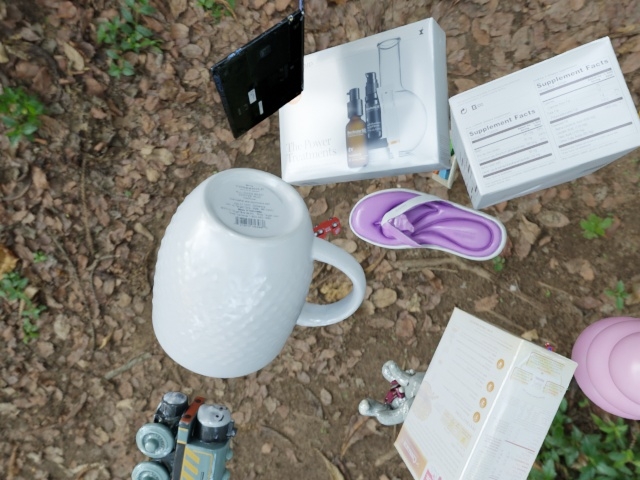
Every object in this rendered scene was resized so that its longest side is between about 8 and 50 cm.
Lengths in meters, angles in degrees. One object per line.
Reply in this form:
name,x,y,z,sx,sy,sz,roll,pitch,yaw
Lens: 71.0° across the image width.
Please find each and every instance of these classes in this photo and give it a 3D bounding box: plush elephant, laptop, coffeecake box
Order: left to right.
laptop,-0.097,-0.346,0.788,0.264,0.234,0.136,-38,81,-9
plush elephant,0.331,0.562,1.676,0.330,0.272,0.255,28,137,29
coffeecake box,0.165,0.182,0.482,0.068,0.142,0.185,24,90,-9

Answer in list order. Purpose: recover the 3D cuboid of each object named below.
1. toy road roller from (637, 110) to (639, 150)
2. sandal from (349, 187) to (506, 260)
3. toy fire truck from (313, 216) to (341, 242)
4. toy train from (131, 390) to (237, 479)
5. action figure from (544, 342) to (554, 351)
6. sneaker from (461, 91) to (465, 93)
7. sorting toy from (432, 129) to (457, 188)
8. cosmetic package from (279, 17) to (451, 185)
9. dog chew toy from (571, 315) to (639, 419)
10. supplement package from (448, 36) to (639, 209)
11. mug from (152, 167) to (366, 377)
toy road roller,0.926,-0.293,1.072,0.241,0.329,0.202,-27,96,-12
sandal,0.266,-0.050,1.177,0.417,0.102,0.169,9,94,23
toy fire truck,0.000,0.000,1.788,0.192,0.047,0.135,-26,130,-11
toy train,-0.281,0.479,0.942,0.191,0.142,0.333,12,101,2
action figure,0.659,0.334,1.305,0.038,0.115,0.030,-35,93,37
sneaker,0.554,-0.402,1.486,0.228,0.087,0.130,23,104,27
sorting toy,0.503,-0.375,1.770,0.041,0.229,0.306,7,109,-5
cosmetic package,0.084,-0.280,0.988,0.378,0.098,0.284,-3,88,32
dog chew toy,0.606,0.241,0.856,0.207,0.332,0.206,-6,74,22
supplement package,0.321,-0.154,0.693,0.204,0.262,0.145,-18,85,16
mug,-0.103,0.060,0.811,0.375,0.276,0.328,16,135,-8
